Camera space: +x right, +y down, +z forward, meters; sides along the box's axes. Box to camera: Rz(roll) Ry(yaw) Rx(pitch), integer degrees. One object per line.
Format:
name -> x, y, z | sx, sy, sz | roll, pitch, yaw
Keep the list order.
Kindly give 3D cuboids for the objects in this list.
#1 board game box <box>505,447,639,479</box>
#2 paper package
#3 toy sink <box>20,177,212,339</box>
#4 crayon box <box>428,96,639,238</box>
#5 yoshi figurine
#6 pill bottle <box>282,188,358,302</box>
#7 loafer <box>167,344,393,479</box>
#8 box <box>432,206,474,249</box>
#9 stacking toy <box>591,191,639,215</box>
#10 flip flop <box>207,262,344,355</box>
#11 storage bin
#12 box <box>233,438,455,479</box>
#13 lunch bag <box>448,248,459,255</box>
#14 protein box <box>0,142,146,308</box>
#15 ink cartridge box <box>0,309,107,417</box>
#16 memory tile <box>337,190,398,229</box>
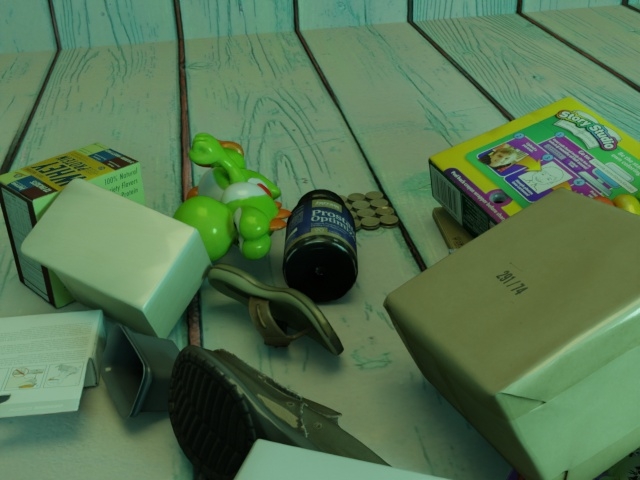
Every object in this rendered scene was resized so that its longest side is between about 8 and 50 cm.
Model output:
board game box -> 0.337, 0.282, 0.948 | 0.208, 0.056, 0.347 | 12, 32, 32
paper package -> 0.285, 0.101, 1.002 | 0.310, 0.168, 0.325 | -32, 22, -6
toy sink -> -0.313, 0.031, 1.282 | 0.234, 0.131, 0.152 | 22, 64, 17
crayon box -> 0.415, -0.081, 1.427 | 0.313, 0.106, 0.363 | -23, 42, -12
yoshi figurine -> -0.193, -0.065, 1.458 | 0.203, 0.203, 0.362 | -43, 27, 3
pill bottle -> 0.000, 0.000, 1.401 | 0.123, 0.122, 0.219 | -2, 29, 1
loafer -> -0.044, 0.246, 0.986 | 0.366, 0.133, 0.130 | 34, 21, 33
box -> 0.307, -0.014, 1.507 | 0.165, 0.021, 0.201 | -5, 29, -4
stacking toy -> 0.471, -0.017, 1.203 | 0.330, 0.141, 0.141 | -2, 29, 0
flip flop -> -0.077, 0.114, 1.238 | 0.277, 0.112, 0.080 | 23, 63, 34
storage bin -> -0.234, 0.186, 1.131 | 0.091, 0.098, 0.135 | 13, 17, -35
box -> 0.081, 0.332, 0.699 | 0.345, 0.215, 0.168 | 7, 31, 18
lunch bag -> 0.255, 0.049, 1.368 | 0.071, 0.053, 0.083 | -6, 38, -3
protein box -> -0.414, -0.031, 1.407 | 0.200, 0.201, 0.136 | -27, 38, -37
ink cartridge box -> -0.452, 0.192, 1.156 | 0.275, 0.060, 0.239 | -4, 30, -5
memory tile -> 0.084, -0.058, 1.613 | 0.113, 0.012, 0.148 | -7, 29, -9
